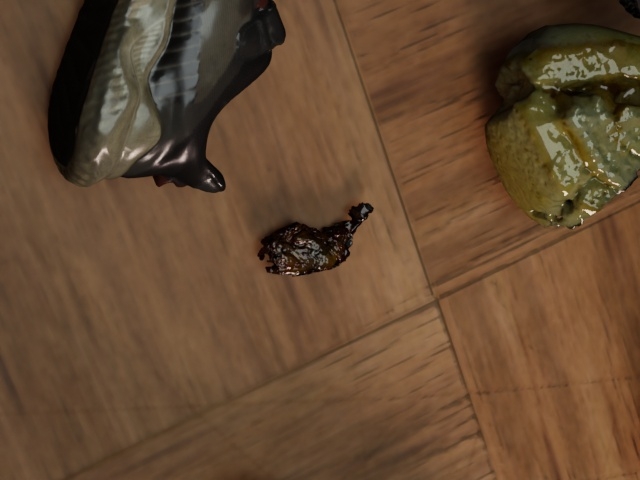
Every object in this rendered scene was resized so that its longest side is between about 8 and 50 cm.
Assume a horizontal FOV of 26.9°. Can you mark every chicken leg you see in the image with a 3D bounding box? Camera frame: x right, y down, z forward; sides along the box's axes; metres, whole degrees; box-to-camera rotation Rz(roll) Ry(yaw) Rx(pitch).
[{"bbox_3d":[-0.001,0.002,0.862,0.083,0.021,0.036,-18,96,-19],"label":"chicken leg"}]

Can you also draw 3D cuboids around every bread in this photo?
[{"bbox_3d":[0.172,-0.098,0.881,0.110,0.103,0.156,45,76,-11],"label":"bread"}]

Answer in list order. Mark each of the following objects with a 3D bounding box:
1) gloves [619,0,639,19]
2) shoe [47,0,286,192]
[{"bbox_3d":[0.265,-0.213,0.881,0.106,0.180,0.129,33,130,-9],"label":"gloves"},{"bbox_3d":[-0.075,-0.128,0.775,0.112,0.099,0.227,22,94,-31],"label":"shoe"}]
